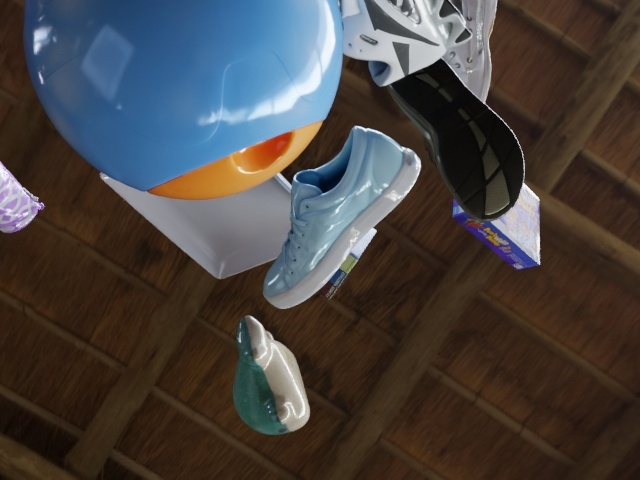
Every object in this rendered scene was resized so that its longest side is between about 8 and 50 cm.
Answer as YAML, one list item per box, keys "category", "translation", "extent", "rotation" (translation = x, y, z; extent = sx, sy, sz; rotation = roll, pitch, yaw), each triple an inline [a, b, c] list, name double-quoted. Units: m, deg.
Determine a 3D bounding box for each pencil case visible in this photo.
- category: "pencil case"
  translation: [-0.568, -0.104, 1.127]
  extent: [0.088, 0.206, 0.086]
  rotation: [-30, -135, -6]

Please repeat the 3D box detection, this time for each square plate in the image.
- category: "square plate"
  translation: [-0.198, -0.081, 1.266]
  extent: [0.344, 0.347, 0.049]
  rotation: [45, -137, -28]

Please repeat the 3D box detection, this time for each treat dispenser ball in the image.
- category: "treat dispenser ball"
  translation: [-0.122, -0.181, 0.615]
  extent: [0.288, 0.288, 0.288]
  rotation: [10, -123, -15]

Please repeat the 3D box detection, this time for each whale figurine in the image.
- category: "whale figurine"
  translation: [-0.117, 0.265, 1.258]
  extent: [0.141, 0.272, 0.216]
  rotation: [-21, -134, 1]

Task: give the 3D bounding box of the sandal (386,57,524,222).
- category: "sandal"
  translation: [0.201, -0.160, 0.980]
  extent: [0.120, 0.086, 0.303]
  rotation: [-25, -113, -4]

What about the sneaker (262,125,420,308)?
- category: "sneaker"
  translation: [-0.008, -0.044, 1.090]
  extent: [0.150, 0.366, 0.135]
  rotation: [33, -159, -22]

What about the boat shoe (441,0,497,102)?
- category: "boat shoe"
  translation: [0.267, -0.363, 1.258]
  extent: [0.096, 0.098, 0.277]
  rotation: [2, -86, -21]

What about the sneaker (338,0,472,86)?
- category: "sneaker"
  translation: [0.033, -0.268, 0.678]
  extent: [0.330, 0.146, 0.122]
  rotation: [36, -156, -48]

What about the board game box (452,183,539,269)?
- category: "board game box"
  translation: [0.510, -0.096, 1.875]
  extent: [0.347, 0.078, 0.233]
  rotation: [32, -126, -37]

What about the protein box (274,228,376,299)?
- category: "protein box"
  translation: [0.000, 0.000, 1.600]
  extent: [0.201, 0.136, 0.200]
  rotation: [35, -152, 2]
